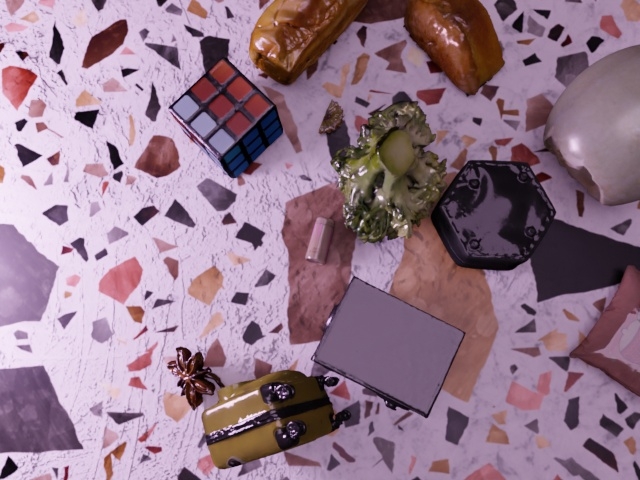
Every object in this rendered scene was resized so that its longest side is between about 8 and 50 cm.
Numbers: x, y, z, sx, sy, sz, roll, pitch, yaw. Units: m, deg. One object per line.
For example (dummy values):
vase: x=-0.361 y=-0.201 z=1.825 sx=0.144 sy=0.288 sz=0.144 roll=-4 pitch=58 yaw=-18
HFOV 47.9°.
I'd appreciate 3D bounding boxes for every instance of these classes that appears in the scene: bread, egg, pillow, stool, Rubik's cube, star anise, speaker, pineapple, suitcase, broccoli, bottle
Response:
bread: x=-0.021 y=-0.473 z=1.523 sx=0.132 sy=0.167 sz=0.294 roll=39 pitch=84 yaw=8
egg: x=0.616 y=-0.236 z=1.401 sx=0.336 sy=0.278 sz=0.278 roll=-38 pitch=81 yaw=4
pillow: x=0.649 y=0.196 z=1.429 sx=0.223 sy=0.084 sz=0.236 roll=36 pitch=80 yaw=8
stool: x=0.344 y=-0.050 z=1.452 sx=0.232 sy=0.141 sz=0.232 roll=0 pitch=81 yaw=3
Rubik's cube: x=-0.190 y=-0.249 z=1.496 sx=0.163 sy=0.162 sz=0.160 roll=44 pitch=84 yaw=7
star anise: x=-0.237 y=0.296 z=1.461 sx=0.097 sy=0.070 sz=0.190 roll=-36 pitch=82 yaw=24
speaker: x=0.119 y=0.205 z=1.363 sx=0.232 sy=0.254 sz=0.184 roll=27 pitch=82 yaw=6
pineapple: x=0.027 y=-0.264 z=1.562 sx=0.045 sy=0.019 sz=0.083 roll=23 pitch=80 yaw=9
suitcase: x=-0.093 y=0.327 z=1.355 sx=0.235 sy=0.194 sz=0.143 roll=-27 pitch=74 yaw=29
bread: x=0.285 y=-0.446 z=1.524 sx=0.129 sy=0.134 sz=0.260 roll=-37 pitch=81 yaw=-5
broccoli: x=0.151 y=-0.144 z=1.424 sx=0.248 sy=0.245 sz=0.288 roll=-12 pitch=86 yaw=-9
bottle: x=0.000 y=0.000 z=1.506 sx=0.045 sy=0.045 sz=0.096 roll=14 pitch=81 yaw=4
